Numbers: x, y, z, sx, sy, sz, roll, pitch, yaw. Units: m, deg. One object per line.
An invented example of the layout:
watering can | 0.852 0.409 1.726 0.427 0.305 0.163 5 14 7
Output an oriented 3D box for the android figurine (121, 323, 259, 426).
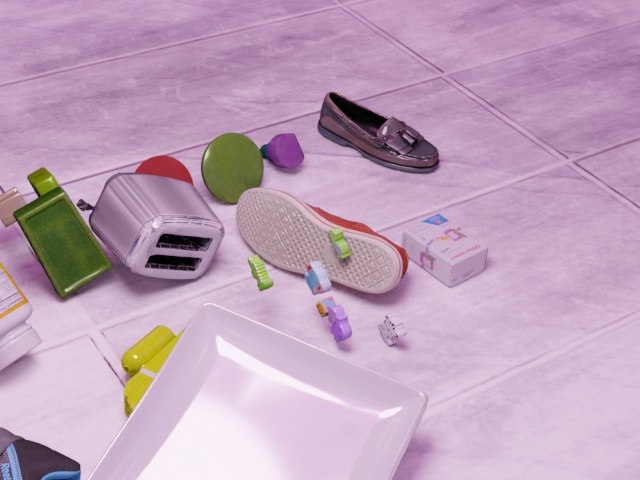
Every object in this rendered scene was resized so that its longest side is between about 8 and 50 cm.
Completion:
android figurine | -0.169 0.206 1.532 0.248 0.056 0.273 23 39 23

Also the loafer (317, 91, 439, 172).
loafer | 0.110 -0.212 2.080 0.268 0.084 0.096 23 41 24

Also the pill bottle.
pill bottle | -0.498 0.083 1.541 0.117 0.117 0.215 -37 94 -41

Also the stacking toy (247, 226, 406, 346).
stacking toy | 0.011 0.090 1.631 0.167 0.052 0.221 -20 71 -29

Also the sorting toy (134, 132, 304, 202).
sorting toy | -0.207 -0.125 1.954 0.366 0.127 0.126 -21 14 -33

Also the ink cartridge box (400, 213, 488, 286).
ink cartridge box | 0.210 0.016 1.816 0.089 0.052 0.122 -25 47 -33

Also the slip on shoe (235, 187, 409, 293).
slip on shoe | 0.000 0.000 1.786 0.331 0.123 0.101 21 13 25

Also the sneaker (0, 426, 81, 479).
sneaker | -0.399 0.359 1.251 0.140 0.125 0.340 15 40 6

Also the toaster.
toaster | -0.264 -0.022 1.724 0.227 0.129 0.146 8 28 -49

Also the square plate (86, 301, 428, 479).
square plate | -0.077 0.273 1.395 0.347 0.049 0.344 22 51 11

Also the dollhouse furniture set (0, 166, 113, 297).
dollhouse furniture set | -0.521 0.035 1.719 0.302 0.151 0.197 -32 27 -15
